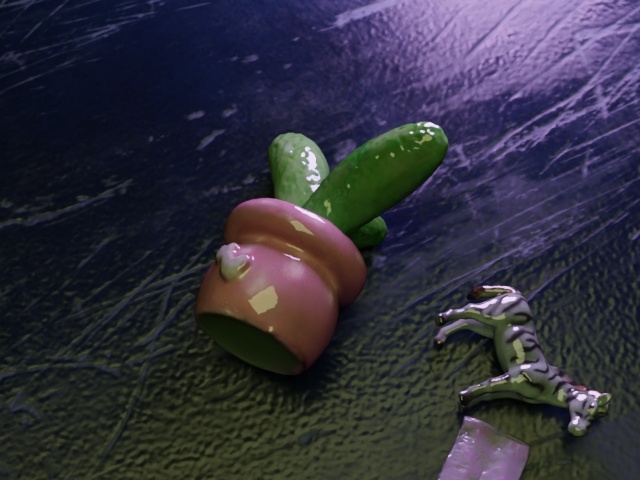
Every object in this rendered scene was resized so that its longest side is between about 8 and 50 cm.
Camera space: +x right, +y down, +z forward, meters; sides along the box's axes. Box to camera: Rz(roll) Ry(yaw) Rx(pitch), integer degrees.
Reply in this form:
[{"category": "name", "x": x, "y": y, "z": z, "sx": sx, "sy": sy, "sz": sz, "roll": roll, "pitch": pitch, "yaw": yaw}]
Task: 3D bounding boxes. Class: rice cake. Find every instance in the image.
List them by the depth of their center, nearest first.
[{"category": "rice cake", "x": 0.178, "y": 0.360, "z": 1.766, "sx": 0.106, "sy": 0.050, "sz": 0.298, "roll": 24, "pitch": 51, "yaw": 11}]

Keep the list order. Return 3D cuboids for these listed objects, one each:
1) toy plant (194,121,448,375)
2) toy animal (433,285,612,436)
[{"category": "toy plant", "x": -0.005, "y": 0.002, "z": 1.860, "sx": 0.317, "sy": 0.211, "sz": 0.356, "roll": 0, "pitch": 47, "yaw": 46}, {"category": "toy animal", "x": 0.256, "y": 0.180, "z": 1.862, "sx": 0.170, "sy": 0.090, "sz": 0.255, "roll": -32, "pitch": 73, "yaw": -14}]
